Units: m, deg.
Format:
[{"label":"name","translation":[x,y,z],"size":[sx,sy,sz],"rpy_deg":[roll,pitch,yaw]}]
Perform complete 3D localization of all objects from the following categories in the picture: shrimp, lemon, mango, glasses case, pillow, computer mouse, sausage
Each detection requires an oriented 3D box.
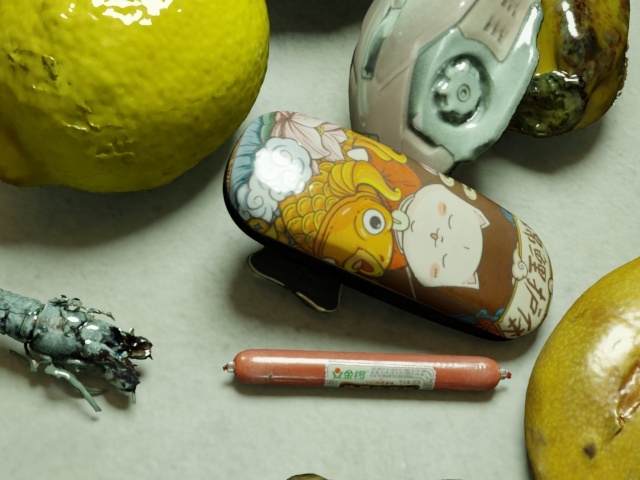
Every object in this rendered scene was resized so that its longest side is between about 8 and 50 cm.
[{"label":"shrimp","translation":[-0.227,0.084,0.618],"size":[0.174,0.076,0.082],"rpy_deg":[19,78,8]},{"label":"lemon","translation":[-0.186,-0.173,0.694],"size":[0.245,0.245,0.320],"rpy_deg":[35,69,18]},{"label":"mango","translation":[0.280,0.112,0.613],"size":[0.177,0.120,0.295],"rpy_deg":[39,61,22]},{"label":"glasses case","translation":[0.068,-0.010,0.658],"size":[0.321,0.082,0.122],"rpy_deg":[24,56,-14]},{"label":"pillow","translation":[0.000,0.001,0.705],"size":[0.091,0.055,0.135],"rpy_deg":[14,51,27]},{"label":"computer mouse","translation":[0.122,-0.227,0.725],"size":[0.199,0.115,0.388],"rpy_deg":[22,91,54]},{"label":"sausage","translation":[0.043,0.113,0.643],"size":[0.254,0.034,0.034],"rpy_deg":[2,56,-3]}]

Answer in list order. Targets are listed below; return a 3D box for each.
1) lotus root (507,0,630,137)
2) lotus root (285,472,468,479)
[{"label":"lotus root","translation":[0.250,-0.287,0.845],"size":[0.196,0.179,0.397],"rpy_deg":[2,57,14]},{"label":"lotus root","translation":[0.095,0.245,0.471],"size":[0.310,0.182,0.183],"rpy_deg":[31,58,19]}]
